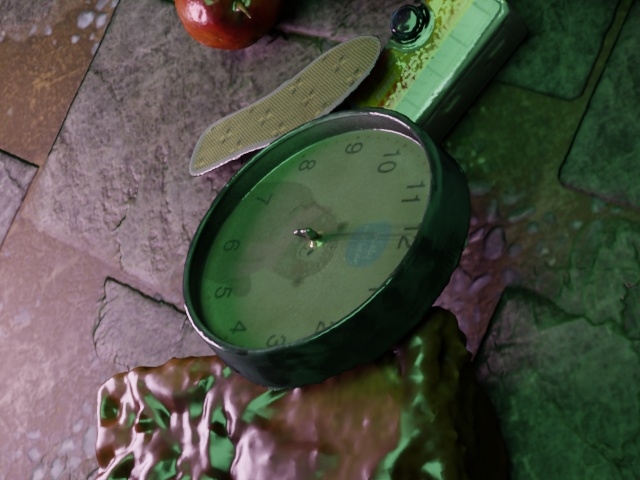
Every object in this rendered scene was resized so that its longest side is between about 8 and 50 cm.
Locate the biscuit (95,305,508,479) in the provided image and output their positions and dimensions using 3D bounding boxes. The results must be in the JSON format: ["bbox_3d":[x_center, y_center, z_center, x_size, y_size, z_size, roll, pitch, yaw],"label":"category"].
[{"bbox_3d":[-0.028,0.260,1.201,0.395,0.166,0.343,-13,62,30],"label":"biscuit"}]

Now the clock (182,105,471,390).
[{"bbox_3d":[0.000,0.000,1.190,0.280,0.055,0.281,-22,43,23],"label":"clock"}]

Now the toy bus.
[{"bbox_3d":[0.088,-0.142,1.324,0.106,0.092,0.268,43,98,27],"label":"toy bus"}]

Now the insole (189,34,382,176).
[{"bbox_3d":[-0.044,-0.136,1.389,0.322,0.007,0.109,-21,43,48],"label":"insole"}]

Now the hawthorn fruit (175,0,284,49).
[{"bbox_3d":[-0.100,-0.274,1.469,0.125,0.140,0.125,0,81,-2],"label":"hawthorn fruit"}]
